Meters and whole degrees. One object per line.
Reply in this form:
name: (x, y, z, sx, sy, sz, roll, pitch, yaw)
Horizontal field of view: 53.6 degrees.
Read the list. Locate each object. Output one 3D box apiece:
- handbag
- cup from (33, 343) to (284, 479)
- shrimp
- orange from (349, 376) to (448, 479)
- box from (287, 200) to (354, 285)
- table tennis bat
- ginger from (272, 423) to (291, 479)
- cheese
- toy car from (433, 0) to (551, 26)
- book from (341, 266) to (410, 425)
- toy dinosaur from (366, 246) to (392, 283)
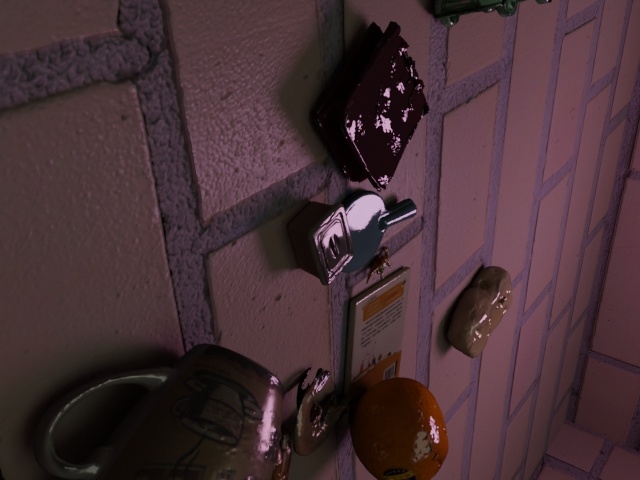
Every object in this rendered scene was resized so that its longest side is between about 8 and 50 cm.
handbag: (0.089, -0.215, 1.028, 0.216, 0.074, 0.203, -62, 146, -15)
cup: (-0.190, 0.250, 0.790, 0.301, 0.227, 0.257, 38, 58, -25)
shrimp: (0.003, 0.302, 1.183, 0.219, 0.046, 0.152, -21, 115, -59)
orange: (0.159, 0.386, 1.277, 0.219, 0.193, 0.219, 31, 52, -51)
box: (0.000, 0.000, 1.019, 0.089, 0.062, 0.122, -47, 141, -31)
table tennis bat: (0.098, -0.028, 1.168, 0.244, 0.040, 0.153, -25, 127, -42)
ginger: (-0.097, 0.398, 1.077, 0.103, 0.073, 0.162, 17, 79, -72)
cheese: (0.433, 0.193, 1.706, 0.263, 0.093, 0.159, -46, 138, -31)
toy car: (0.324, -0.481, 1.177, 0.306, 0.136, 0.125, -30, 116, -43)
book: (0.119, 0.220, 1.337, 0.208, 0.020, 0.295, -25, 126, -47)
toy dinosaur: (0.113, 0.057, 1.239, 0.113, 0.026, 0.041, -55, 138, -37)
